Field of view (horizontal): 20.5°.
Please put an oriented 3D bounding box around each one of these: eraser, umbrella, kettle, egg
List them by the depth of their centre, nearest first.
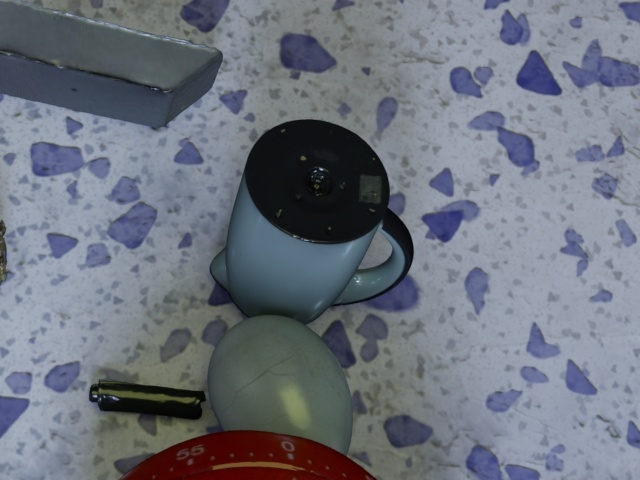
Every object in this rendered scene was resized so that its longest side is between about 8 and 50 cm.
[{"bbox_3d":[-0.041,0.178,1.976,0.151,0.151,0.209,-23,60,-19],"label":"egg"},{"bbox_3d":[0.000,0.000,2.010,0.221,0.236,0.161,9,56,-10],"label":"kettle"},{"bbox_3d":[-0.197,0.182,2.013,0.133,0.031,0.036,8,67,-8],"label":"umbrella"},{"bbox_3d":[-0.297,-0.212,2.092,0.352,0.111,0.077,12,69,-8],"label":"eraser"}]

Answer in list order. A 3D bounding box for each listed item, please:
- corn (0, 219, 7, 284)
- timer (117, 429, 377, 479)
[{"bbox_3d":[-0.501,0.021,1.968,0.305,0.106,0.106,-3,71,-11],"label":"corn"},{"bbox_3d":[-0.074,0.381,1.783,0.377,0.378,0.279,9,24,-9],"label":"timer"}]
